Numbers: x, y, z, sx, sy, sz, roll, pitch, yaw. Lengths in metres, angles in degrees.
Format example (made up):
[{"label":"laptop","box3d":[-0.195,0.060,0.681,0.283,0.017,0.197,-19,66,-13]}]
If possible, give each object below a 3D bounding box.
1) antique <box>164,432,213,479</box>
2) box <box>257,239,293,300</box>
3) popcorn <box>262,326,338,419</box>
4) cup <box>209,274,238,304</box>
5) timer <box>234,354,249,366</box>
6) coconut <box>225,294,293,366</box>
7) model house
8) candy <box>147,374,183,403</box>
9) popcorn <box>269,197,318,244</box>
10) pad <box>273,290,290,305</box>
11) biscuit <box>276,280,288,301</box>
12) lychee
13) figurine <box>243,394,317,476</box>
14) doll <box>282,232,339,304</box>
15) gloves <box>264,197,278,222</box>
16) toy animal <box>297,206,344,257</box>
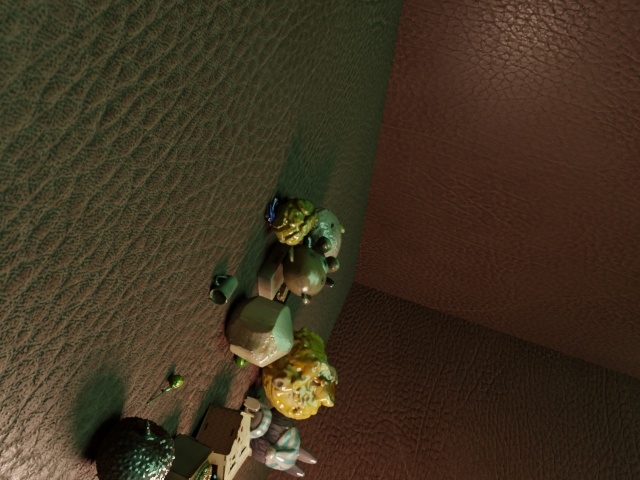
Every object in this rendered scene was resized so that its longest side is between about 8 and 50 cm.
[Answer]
[{"label":"antique","box3d":[-0.404,0.680,1.391,0.146,0.148,0.152,-32,141,-69]},{"label":"box","box3d":[-0.169,0.108,1.816,0.141,0.058,0.201,94,17,-49]},{"label":"popcorn","box3d":[-0.113,0.604,2.174,0.344,0.390,0.354,30,108,-38]},{"label":"cup","box3d":[-0.285,0.134,1.384,0.054,0.075,0.083,-36,-167,32]},{"label":"timer","box3d":[-0.276,0.404,1.796,0.140,0.047,0.128,-3,109,-77]},{"label":"coconut","box3d":[-0.193,0.306,1.606,0.241,0.241,0.241,18,90,-78]},{"label":"model house","box3d":[-0.351,0.697,1.662,0.326,0.169,0.244,-29,128,-75]},{"label":"candy","box3d":[-0.408,0.391,1.248,0.123,0.035,0.035,-36,133,-56]},{"label":"popcorn","box3d":[-0.087,-0.067,1.699,0.195,0.173,0.168,-117,-137,-85]},{"label":"pad","box3d":[-0.190,0.282,2.104,0.247,0.007,0.367,87,24,-60]},{"label":"biscuit","box3d":[-0.139,0.162,2.058,0.064,0.034,0.199,77,32,-68]},{"label":"lychee","box3d":[-0.401,0.466,1.048,0.197,0.165,0.165,-54,172,15]},{"label":"figurine","box3d":[-0.179,0.875,2.141,0.361,0.377,0.266,90,21,-59]},{"label":"doll","box3d":[-0.047,0.095,1.839,0.330,0.174,0.235,-43,119,-71]},{"label":"gloves","box3d":[-0.162,-0.104,1.610,0.064,0.026,0.086,83,27,-61]},{"label":"toy animal","box3d":[-0.001,0.006,2.112,0.226,0.188,0.358,-49,155,-53]}]
